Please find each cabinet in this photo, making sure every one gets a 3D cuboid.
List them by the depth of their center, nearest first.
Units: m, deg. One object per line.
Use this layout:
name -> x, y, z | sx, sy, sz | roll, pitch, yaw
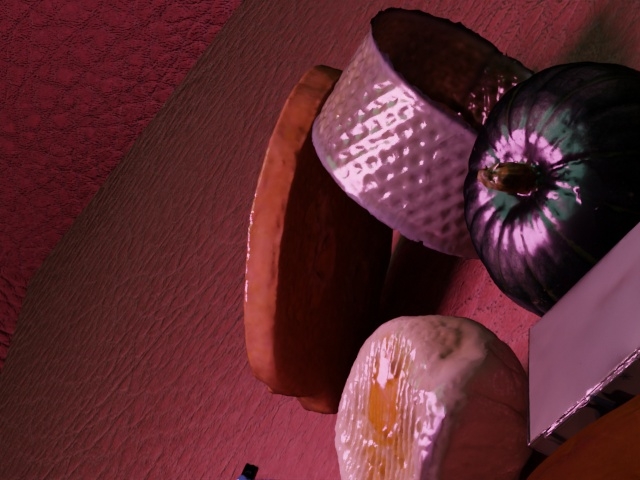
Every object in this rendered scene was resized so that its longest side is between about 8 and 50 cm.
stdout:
cabinet -> 0.282, 0.093, 1.412 | 0.206, 0.145, 0.150 | -49, 23, 38

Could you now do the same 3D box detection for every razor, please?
razor -> -0.071, 0.319, 2.236 | 0.082, 0.042, 0.253 | -66, 19, -14

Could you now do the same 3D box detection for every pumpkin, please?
pumpkin -> 0.234, -0.046, 1.649 | 0.250, 0.216, 0.249 | -10, 77, 52

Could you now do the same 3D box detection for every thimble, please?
thimble -> 0.133, -0.117, 1.914 | 0.150, 0.271, 0.271 | -58, 18, 26

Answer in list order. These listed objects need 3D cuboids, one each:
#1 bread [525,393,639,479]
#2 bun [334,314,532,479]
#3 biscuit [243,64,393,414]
bread -> 0.236, 0.246, 1.194 | 0.279, 0.225, 0.250 | -46, 25, 31
bun -> 0.120, 0.193, 1.711 | 0.244, 0.153, 0.243 | -174, 90, -68
biscuit -> -0.002, 0.000, 2.084 | 0.365, 0.062, 0.385 | 43, -122, -63
